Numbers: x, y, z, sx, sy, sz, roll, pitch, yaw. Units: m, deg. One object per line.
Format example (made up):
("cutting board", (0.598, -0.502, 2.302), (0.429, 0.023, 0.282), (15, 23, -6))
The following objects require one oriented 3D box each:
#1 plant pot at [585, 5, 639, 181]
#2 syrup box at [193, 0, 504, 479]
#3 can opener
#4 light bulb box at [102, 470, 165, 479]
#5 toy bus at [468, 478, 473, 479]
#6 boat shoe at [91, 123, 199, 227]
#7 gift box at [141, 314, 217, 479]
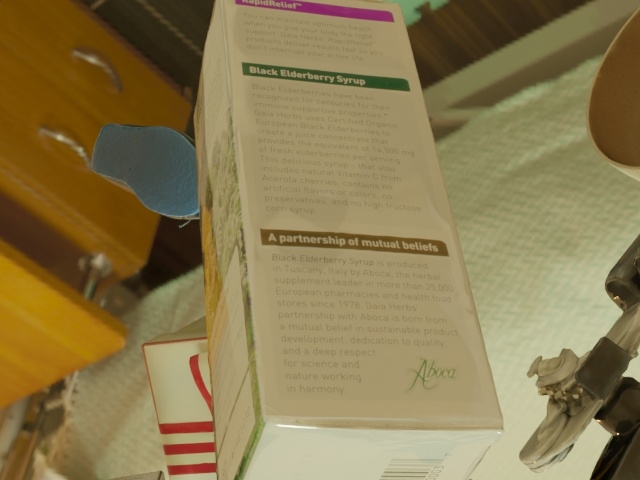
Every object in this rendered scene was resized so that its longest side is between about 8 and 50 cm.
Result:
("plant pot", (0.455, -0.148, 1.177), (0.191, 0.284, 0.284), (33, 135, -26))
("syrup box", (0.000, 0.000, 0.488), (0.096, 0.236, 0.093), (4, 141, -14))
("can opener", (0.199, 0.026, 0.590), (0.093, 0.280, 0.074), (37, 157, 3))
("light bulb box", (-0.295, 0.371, 0.878), (0.358, 0.361, 0.225), (-10, 98, -1))
("toy bus", (0.142, 0.293, 1.094), (0.202, 0.191, 0.104), (4, 105, -1))
("boat shoe", (-0.162, -0.084, 1.224), (0.089, 0.258, 0.109), (16, 101, -38))
("gift box", (-0.018, 0.172, 1.189), (0.276, 0.258, 0.255), (-13, 95, 22))
